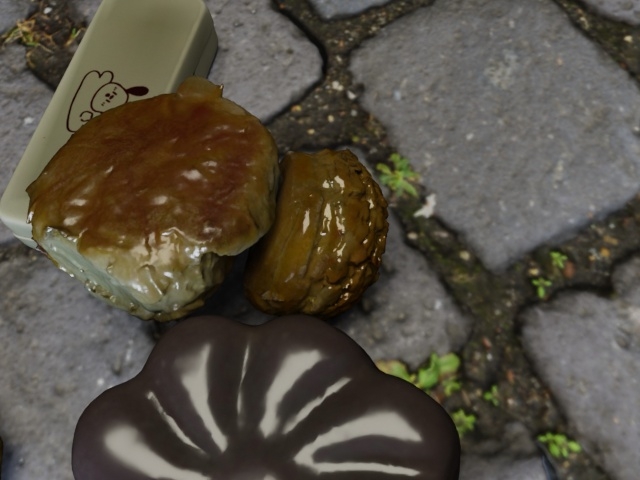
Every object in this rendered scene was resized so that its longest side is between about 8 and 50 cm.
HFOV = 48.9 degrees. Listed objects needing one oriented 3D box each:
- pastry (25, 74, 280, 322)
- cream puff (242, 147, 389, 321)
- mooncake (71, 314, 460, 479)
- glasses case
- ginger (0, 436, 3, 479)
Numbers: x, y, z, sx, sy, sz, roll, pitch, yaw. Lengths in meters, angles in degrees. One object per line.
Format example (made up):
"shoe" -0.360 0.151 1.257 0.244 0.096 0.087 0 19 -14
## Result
"pastry" -0.143 -0.034 0.598 0.228 0.100 0.219 -8 53 5
"cream puff" 0.000 0.000 0.627 0.115 0.165 0.150 21 22 -14
"mooncake" -0.041 0.194 0.529 0.305 0.154 0.306 -2 62 4
"glasses case" -0.219 -0.132 0.762 0.131 0.070 0.313 10 65 13
"ginger" -0.307 0.186 0.613 0.288 0.075 0.089 42 111 23
